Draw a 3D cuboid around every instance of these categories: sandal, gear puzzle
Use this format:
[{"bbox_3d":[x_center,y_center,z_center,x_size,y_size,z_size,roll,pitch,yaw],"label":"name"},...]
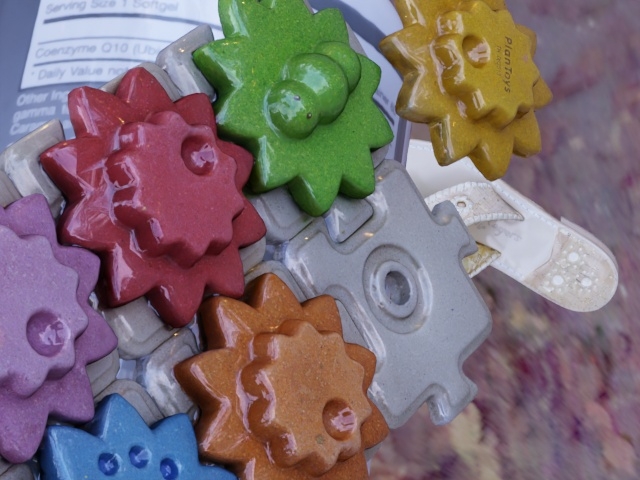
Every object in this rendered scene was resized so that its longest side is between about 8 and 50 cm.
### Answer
[{"bbox_3d":[0.120,-0.006,1.402,0.240,0.079,0.088,25,110,2],"label":"sandal"},{"bbox_3d":[0.000,0.000,0.617,0.044,0.339,0.175,-22,103,45],"label":"gear puzzle"}]

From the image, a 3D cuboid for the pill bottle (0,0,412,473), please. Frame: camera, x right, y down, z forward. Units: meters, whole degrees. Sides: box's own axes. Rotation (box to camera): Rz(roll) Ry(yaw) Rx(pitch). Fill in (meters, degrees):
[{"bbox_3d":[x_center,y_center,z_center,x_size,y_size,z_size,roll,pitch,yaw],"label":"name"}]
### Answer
[{"bbox_3d":[-0.067,-0.020,0.816,0.210,0.210,0.363,0,63,17],"label":"pill bottle"}]
